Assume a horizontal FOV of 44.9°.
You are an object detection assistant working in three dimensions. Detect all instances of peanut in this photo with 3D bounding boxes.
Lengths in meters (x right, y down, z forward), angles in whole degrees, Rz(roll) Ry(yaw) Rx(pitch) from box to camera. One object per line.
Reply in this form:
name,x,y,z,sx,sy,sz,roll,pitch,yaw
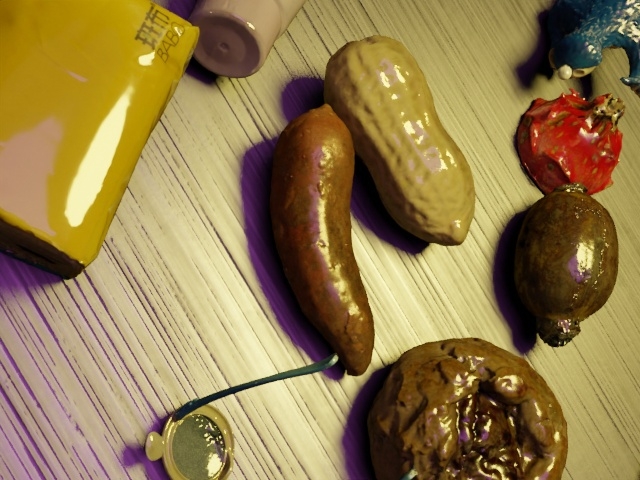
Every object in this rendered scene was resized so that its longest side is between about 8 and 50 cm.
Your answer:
peanut,0.093,-0.109,0.877,0.123,0.123,0.257,-36,102,-27

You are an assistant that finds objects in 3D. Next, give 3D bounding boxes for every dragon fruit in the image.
dragon fruit,0.340,-0.128,0.994,0.153,0.111,0.153,5,74,-18

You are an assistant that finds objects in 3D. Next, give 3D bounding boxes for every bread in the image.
bread,0.163,0.212,0.815,0.230,0.123,0.230,6,75,-24

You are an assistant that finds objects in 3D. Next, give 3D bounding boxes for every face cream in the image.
face cream,-0.066,-0.305,0.883,0.154,0.096,0.274,25,54,-12

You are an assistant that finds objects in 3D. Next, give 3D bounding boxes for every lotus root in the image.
lotus root,0.293,0.026,0.929,0.120,0.120,0.209,19,68,-18

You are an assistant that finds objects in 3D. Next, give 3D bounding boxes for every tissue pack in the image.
tissue pack,-0.250,-0.121,0.715,0.192,0.134,0.271,26,67,-16

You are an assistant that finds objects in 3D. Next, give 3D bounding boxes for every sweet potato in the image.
sweet potato,-0.001,0.001,0.822,0.097,0.097,0.292,-5,87,-25

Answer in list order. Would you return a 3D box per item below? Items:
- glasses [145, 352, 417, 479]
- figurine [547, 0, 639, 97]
glasses,-0.023,0.197,0.706,0.190,0.220,0.088,56,24,0
figurine,0.388,-0.295,1.036,0.164,0.121,0.262,19,49,17
